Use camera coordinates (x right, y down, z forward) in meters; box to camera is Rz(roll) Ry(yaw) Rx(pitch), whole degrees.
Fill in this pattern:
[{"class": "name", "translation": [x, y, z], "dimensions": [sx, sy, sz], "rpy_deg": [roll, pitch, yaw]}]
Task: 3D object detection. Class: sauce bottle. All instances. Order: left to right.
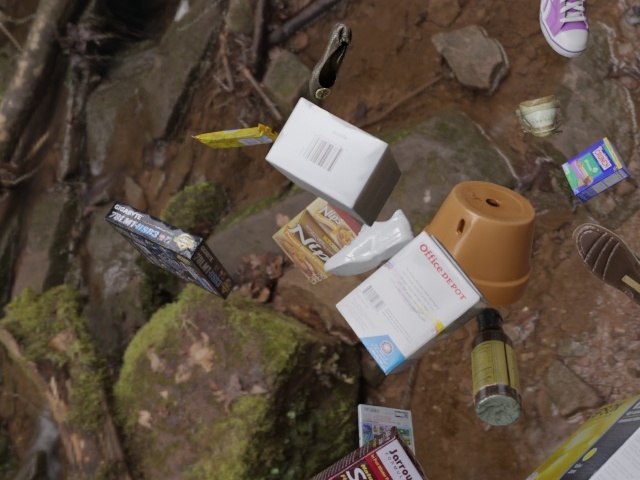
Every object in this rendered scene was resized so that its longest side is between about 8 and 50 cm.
[{"class": "sauce bottle", "translation": [0.427, 0.296, 1.647], "dimensions": [0.111, 0.111, 0.344], "rpy_deg": [-44, 14, 30]}]

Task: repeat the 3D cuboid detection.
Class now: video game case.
[{"class": "video game case", "translation": [0.181, 0.528, 1.844], "dimensions": [0.019, 0.157, 0.143], "rpy_deg": [118, 158, -48]}]

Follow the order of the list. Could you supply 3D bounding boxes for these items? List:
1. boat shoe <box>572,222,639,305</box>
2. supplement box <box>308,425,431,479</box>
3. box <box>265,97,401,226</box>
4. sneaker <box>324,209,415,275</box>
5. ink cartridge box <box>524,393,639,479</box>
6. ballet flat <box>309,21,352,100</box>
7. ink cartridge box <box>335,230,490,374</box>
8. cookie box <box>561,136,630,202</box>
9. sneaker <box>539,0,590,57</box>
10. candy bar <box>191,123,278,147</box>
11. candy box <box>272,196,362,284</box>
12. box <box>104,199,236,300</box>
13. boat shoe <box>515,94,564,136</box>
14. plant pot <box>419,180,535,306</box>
[{"class": "boat shoe", "translation": [0.650, 0.058, 1.461], "dimensions": [0.257, 0.095, 0.095], "rpy_deg": [45, 110, 2]}, {"class": "supplement box", "translation": [0.032, 0.361, 0.859], "dimensions": [0.239, 0.073, 0.130], "rpy_deg": [-34, 83, 2]}, {"class": "box", "translation": [0.024, -0.097, 0.884], "dimensions": [0.130, 0.170, 0.091], "rpy_deg": [30, 91, 13]}, {"class": "sneaker", "translation": [0.098, 0.005, 1.420], "dimensions": [0.212, 0.080, 0.094], "rpy_deg": [-25, 63, 24]}, {"class": "ink cartridge box", "translation": [0.468, 0.302, 1.037], "dimensions": [0.307, 0.303, 0.072], "rpy_deg": [-40, 74, -14]}, {"class": "ballet flat", "translation": [0.034, -0.507, 1.939], "dimensions": [0.058, 0.084, 0.250], "rpy_deg": [52, 133, 32]}, {"class": "ink cartridge box", "translation": [0.189, 0.127, 1.338], "dimensions": [0.233, 0.168, 0.171], "rpy_deg": [-40, 70, 11]}, {"class": "cookie box", "translation": [0.573, -0.147, 1.402], "dimensions": [0.107, 0.040, 0.092], "rpy_deg": [-35, 44, 30]}, {"class": "sneaker", "translation": [0.559, -0.566, 1.510], "dimensions": [0.102, 0.161, 0.282], "rpy_deg": [-6, 76, -2]}, {"class": "candy bar", "translation": [-0.124, -0.148, 0.968], "dimensions": [0.161, 0.040, 0.018], "rpy_deg": [2, 74, 44]}, {"class": "candy box", "translation": [0.000, 0.000, 1.757], "dimensions": [0.183, 0.087, 0.316], "rpy_deg": [48, 158, -4]}, {"class": "box", "translation": [-0.405, 0.031, 1.848], "dimensions": [0.293, 0.295, 0.073], "rpy_deg": [22, 71, 21]}, {"class": "boat shoe", "translation": [0.515, -0.280, 1.574], "dimensions": [0.104, 0.285, 0.089], "rpy_deg": [-12, 91, 24]}, {"class": "plant pot", "translation": [0.386, -0.008, 1.610], "dimensions": [0.291, 0.291, 0.203], "rpy_deg": [43, 134, 38]}]
